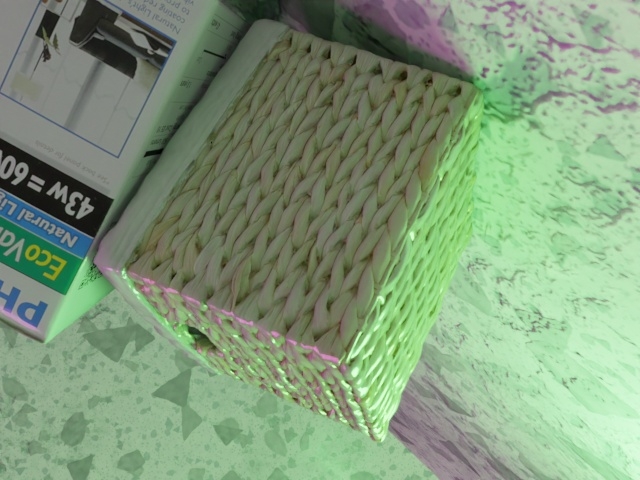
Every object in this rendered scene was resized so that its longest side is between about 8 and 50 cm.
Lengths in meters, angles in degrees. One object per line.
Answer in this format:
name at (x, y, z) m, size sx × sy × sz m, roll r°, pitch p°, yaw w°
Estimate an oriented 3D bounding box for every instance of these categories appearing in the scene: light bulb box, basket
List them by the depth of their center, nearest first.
basket at (0.000, 0.000, 0.746) m, size 0.266 × 0.331 × 0.328 m, roll 19°, pitch 157°, yaw 20°
light bulb box at (-0.257, -0.138, 0.752) m, size 0.225 × 0.361 × 0.358 m, roll 30°, pitch -169°, yaw -4°
